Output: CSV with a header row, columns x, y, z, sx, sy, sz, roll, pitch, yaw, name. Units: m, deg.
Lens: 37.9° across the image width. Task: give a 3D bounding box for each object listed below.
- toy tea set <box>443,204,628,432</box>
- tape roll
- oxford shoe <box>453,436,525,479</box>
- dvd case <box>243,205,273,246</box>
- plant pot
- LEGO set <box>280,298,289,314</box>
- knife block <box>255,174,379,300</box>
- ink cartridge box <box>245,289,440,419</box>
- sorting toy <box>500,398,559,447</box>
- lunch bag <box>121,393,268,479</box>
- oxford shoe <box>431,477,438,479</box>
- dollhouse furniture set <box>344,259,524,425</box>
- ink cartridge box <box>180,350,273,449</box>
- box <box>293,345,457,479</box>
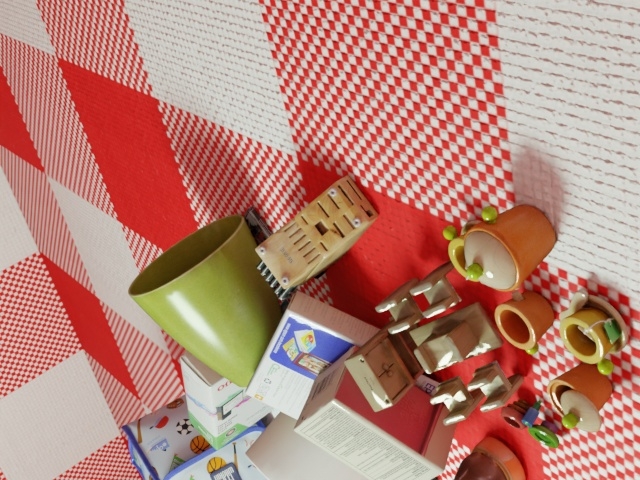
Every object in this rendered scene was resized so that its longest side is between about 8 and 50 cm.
x,y,z,sx,sy,sz,roll,pitch,yaw,name
0.272,0.107,1.219,0.336,0.124,0.200,54,153,8,toy tea set
-0.013,0.460,1.941,0.246,0.169,0.246,41,172,7,tape roll
0.279,0.503,1.622,0.130,0.133,0.363,27,141,45,oxford shoe
-0.118,-0.005,1.885,0.119,0.013,0.087,55,153,8,dvd case
-0.193,0.143,1.893,0.293,0.275,0.275,57,155,-17,plant pot
-0.053,0.204,1.991,0.244,0.060,0.182,50,140,13,LEGO set
0.000,0.000,1.637,0.276,0.242,0.088,-39,83,18,knife block
0.041,0.258,1.724,0.307,0.072,0.303,25,136,-2,ink cartridge box
0.324,0.270,1.412,0.102,0.042,0.061,27,157,27,sorting toy
-0.285,0.581,2.417,0.385,0.328,0.239,48,155,37,lunch bag
0.232,0.543,1.819,0.212,0.076,0.076,55,164,6,oxford shoe
0.184,0.159,1.464,0.242,0.161,0.212,-30,93,41,dollhouse furniture set
-0.206,0.331,2.184,0.117,0.201,0.278,40,148,29,ink cartridge box
0.098,0.315,1.612,0.232,0.127,0.148,35,137,-9,box
